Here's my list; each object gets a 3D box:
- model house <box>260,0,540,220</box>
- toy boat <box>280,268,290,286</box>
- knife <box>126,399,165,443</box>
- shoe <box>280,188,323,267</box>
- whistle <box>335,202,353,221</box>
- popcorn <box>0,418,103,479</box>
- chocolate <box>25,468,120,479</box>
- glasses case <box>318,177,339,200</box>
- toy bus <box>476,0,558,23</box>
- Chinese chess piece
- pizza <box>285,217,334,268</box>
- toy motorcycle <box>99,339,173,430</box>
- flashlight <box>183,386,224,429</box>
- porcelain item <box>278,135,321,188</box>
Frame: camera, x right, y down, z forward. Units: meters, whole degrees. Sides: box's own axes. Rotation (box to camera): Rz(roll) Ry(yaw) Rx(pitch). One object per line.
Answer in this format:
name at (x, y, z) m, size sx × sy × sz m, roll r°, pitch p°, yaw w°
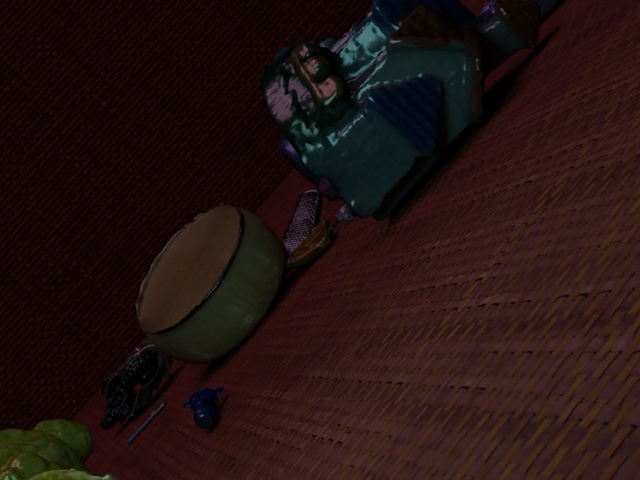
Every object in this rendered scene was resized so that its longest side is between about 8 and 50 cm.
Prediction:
model house at (0.121, -0.230, 1.710) m, size 0.329 × 0.252 × 0.295 m, roll -40°, pitch 8°, yaw 16°
toy boat at (-0.133, 0.087, 2.161) m, size 0.207 × 0.079 × 0.134 m, roll -44°, pitch 10°, yaw 20°
knife at (-0.291, 0.302, 2.205) m, size 0.096 × 0.010 × 0.027 m, roll -48°, pitch 6°, yaw 3°
shoe at (-0.022, -0.011, 2.107) m, size 0.062 × 0.053 × 0.159 m, roll -5°, pitch 51°, yaw 24°
whistle at (0.053, -0.060, 2.022) m, size 0.033 × 0.029 × 0.083 m, roll 9°, pitch 53°, yaw 37°
popcorn at (-0.348, 0.331, 1.547) m, size 0.250 × 0.235 × 0.242 m, roll -13°, pitch 77°, yaw 63°
chocolate at (-0.346, 0.407, 1.344) m, size 0.445 × 0.162 × 0.162 m, roll -46°, pitch 6°, yaw 32°
glasses case at (0.095, -0.181, 2.240) m, size 0.123 × 0.076 × 0.316 m, roll -40°, pitch 10°, yaw 49°
toy bus at (0.298, -0.348, 1.905) m, size 0.167 × 0.073 × 0.076 m, roll -44°, pitch 10°, yaw 29°
Chinese chess piece at (-0.171, 0.067, 2.056) m, size 0.257 × 0.104 × 0.257 m, roll -35°, pitch 33°, yaw 27°
pizza at (-0.003, 0.008, 2.003) m, size 0.100 × 0.029 × 0.099 m, roll -52°, pitch 15°, yaw -13°
toy motorcycle at (-0.338, 0.263, 2.448) m, size 0.130 × 0.094 × 0.229 m, roll -48°, pitch -8°, yaw -45°
flashlight at (-0.144, 0.213, 1.659) m, size 0.057 × 0.035 × 0.121 m, roll -23°, pitch 10°, yaw -2°
porcelain item at (0.003, -0.162, 2.427) m, size 0.114 × 0.147 × 0.147 m, roll -48°, pitch 6°, yaw 3°
